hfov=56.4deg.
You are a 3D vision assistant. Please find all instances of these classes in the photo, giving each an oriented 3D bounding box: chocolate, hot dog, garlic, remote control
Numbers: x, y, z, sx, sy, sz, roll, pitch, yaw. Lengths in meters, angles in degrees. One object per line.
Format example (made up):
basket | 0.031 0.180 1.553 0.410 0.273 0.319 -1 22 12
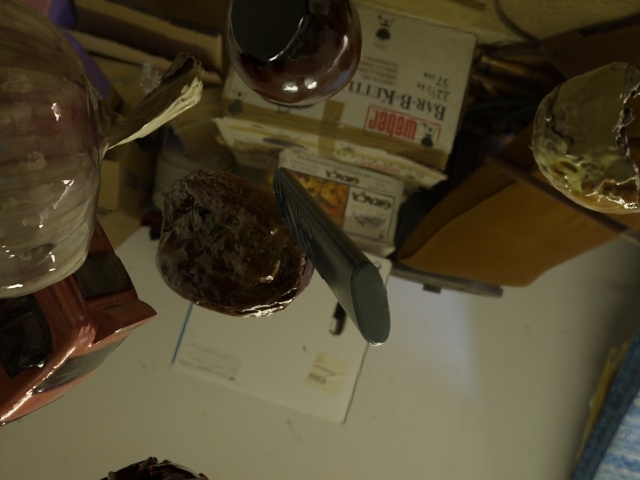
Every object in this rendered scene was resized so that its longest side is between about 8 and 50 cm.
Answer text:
chocolate | -0.027 -0.238 0.701 0.176 0.177 0.177 13 175 1
hot dog | -0.194 -0.002 1.201 0.387 0.267 0.174 20 -173 31
garlic | -0.212 -0.094 0.485 0.253 0.245 0.245 -21 -174 -17
remote control | 0.000 0.000 0.795 0.044 0.107 0.377 -15 -154 -12

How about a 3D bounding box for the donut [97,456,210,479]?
donut | -0.155 0.236 0.408 0.230 0.096 0.216 -22 -169 39

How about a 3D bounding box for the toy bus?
toy bus | -0.392 -0.012 0.707 0.232 0.427 0.203 -29 178 8

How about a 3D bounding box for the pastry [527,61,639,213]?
pastry | 0.431 -0.154 0.977 0.170 0.237 0.256 -10 -173 21
